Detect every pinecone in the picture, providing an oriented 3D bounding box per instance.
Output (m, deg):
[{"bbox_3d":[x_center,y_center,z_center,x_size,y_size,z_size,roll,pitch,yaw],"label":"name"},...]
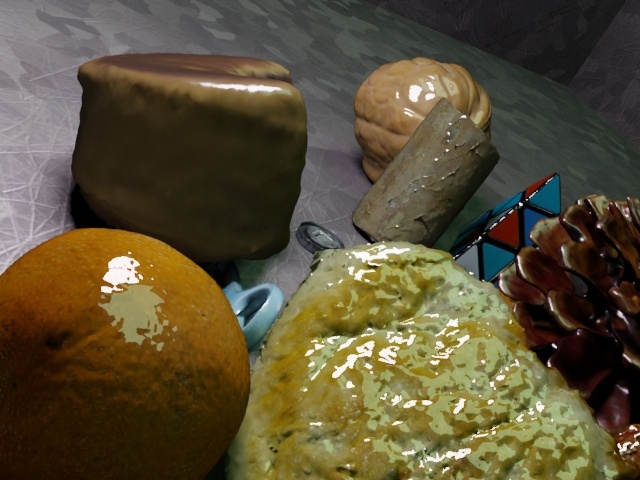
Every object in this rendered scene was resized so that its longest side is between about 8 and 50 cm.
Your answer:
[{"bbox_3d":[0.434,0.107,1.385,0.398,0.397,0.397,26,24,-13],"label":"pinecone"}]

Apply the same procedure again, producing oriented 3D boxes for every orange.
[{"bbox_3d":[-0.183,0.114,0.859,0.264,0.264,0.264,26,24,-13],"label":"orange"}]

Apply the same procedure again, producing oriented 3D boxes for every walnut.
[{"bbox_3d":[0.199,-0.218,1.921,0.296,0.285,0.285,49,12,-34],"label":"walnut"}]

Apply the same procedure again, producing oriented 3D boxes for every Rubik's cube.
[{"bbox_3d":[0.341,-0.034,1.881,0.284,0.250,0.234,16,8,-21],"label":"Rubik's cube"}]

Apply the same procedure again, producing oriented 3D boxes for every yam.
[{"bbox_3d":[0.190,-0.102,1.724,0.161,0.268,0.161,35,9,-6],"label":"yam"}]

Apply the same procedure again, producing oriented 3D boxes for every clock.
[{"bbox_3d":[0.000,0.000,1.576,0.085,0.017,0.085,25,25,-13],"label":"clock"}]

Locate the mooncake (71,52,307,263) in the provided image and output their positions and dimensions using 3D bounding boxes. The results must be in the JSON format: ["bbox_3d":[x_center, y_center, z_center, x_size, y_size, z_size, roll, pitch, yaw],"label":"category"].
[{"bbox_3d":[-0.132,-0.125,1.327,0.393,0.246,0.394,22,19,35],"label":"mooncake"}]

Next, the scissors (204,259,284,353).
[{"bbox_3d":[-0.118,0.085,1.150,0.032,0.180,0.393,48,5,-14],"label":"scissors"}]

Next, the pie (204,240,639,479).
[{"bbox_3d":[0.089,0.218,0.946,0.418,0.180,0.395,38,63,9],"label":"pie"}]

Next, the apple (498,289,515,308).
[{"bbox_3d":[0.385,0.111,1.643,0.182,0.155,0.182,23,27,-13],"label":"apple"}]
